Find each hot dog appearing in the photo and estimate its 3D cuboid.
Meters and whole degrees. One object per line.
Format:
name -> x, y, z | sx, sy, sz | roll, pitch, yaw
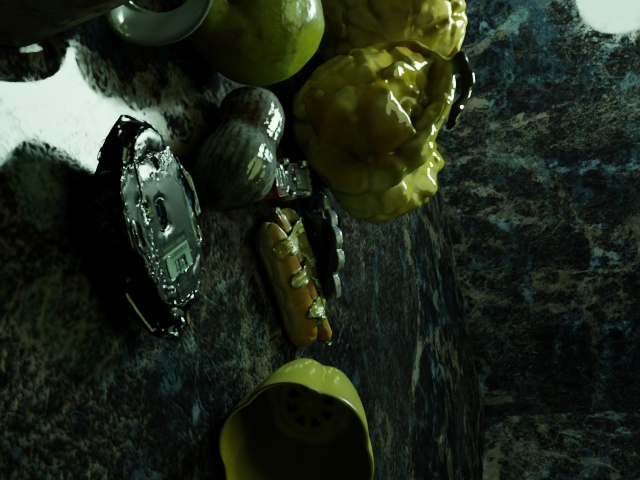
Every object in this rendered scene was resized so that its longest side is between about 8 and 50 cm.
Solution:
hot dog -> -0.039, 0.065, 1.043 | 0.109, 0.072, 0.269 | -62, 138, -57

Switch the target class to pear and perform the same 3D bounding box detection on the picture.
pear -> -0.093, -0.309, 0.880 | 0.200, 0.200, 0.200 | -9, 90, -71

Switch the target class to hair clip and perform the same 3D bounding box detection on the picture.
hair clip -> 0.002, 0.015, 1.080 | 0.124, 0.052, 0.195 | -129, -146, -64

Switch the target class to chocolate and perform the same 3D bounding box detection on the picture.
chocolate -> -0.106, -0.134, 0.885 | 0.248, 0.110, 0.110 | -85, 157, -47

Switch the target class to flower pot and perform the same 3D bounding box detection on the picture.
flower pot -> -0.024, 0.250, 0.855 | 0.179, 0.195, 0.195 | -65, 143, -79

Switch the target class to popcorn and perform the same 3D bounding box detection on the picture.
popcorn -> 0.127, -0.222, 1.223 | 0.349, 0.382, 0.349 | 49, 20, -25
popcorn -> 0.141, -0.533, 1.406 | 0.344, 0.390, 0.354 | 24, 90, -50

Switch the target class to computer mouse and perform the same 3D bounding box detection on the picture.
computer mouse -> -0.182, -0.009, 0.651 | 0.146, 0.077, 0.241 | -49, 132, -66

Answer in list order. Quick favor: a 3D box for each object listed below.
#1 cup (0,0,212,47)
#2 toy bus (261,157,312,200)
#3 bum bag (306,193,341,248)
cup -> -0.172, -0.279, 0.537 | 0.301, 0.257, 0.227 | 49, 39, -60
toy bus -> -0.064, -0.093, 1.029 | 0.192, 0.077, 0.065 | -17, 96, -73
bum bag -> 0.000, 0.000, 1.224 | 0.087, 0.049, 0.197 | 33, 47, -34
